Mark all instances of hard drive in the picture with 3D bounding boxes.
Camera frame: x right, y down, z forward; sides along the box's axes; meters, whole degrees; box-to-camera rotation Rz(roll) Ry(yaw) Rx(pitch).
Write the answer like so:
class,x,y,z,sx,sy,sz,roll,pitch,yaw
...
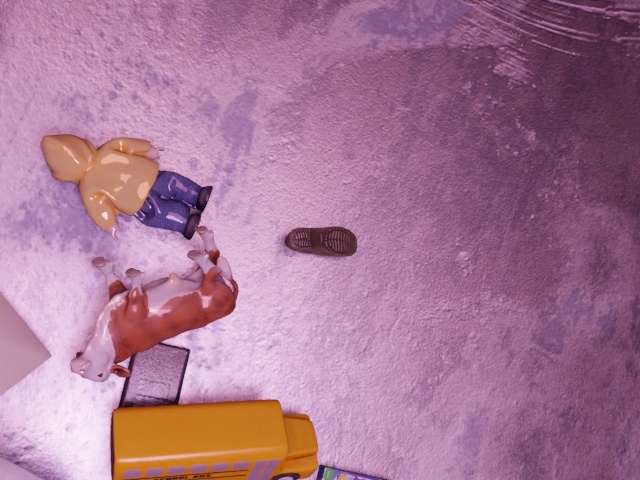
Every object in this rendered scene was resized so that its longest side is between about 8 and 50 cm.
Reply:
class,x,y,z,sx,sy,sz,roll,pitch,yaw
hard drive,-0.279,0.239,1.308,0.094,0.022,0.135,15,79,-14

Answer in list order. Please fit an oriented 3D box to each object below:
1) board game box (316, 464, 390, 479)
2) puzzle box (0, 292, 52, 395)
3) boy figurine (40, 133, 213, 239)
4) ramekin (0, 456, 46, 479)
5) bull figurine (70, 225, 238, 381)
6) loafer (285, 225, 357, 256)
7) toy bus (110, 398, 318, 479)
class,x,y,z,sx,sy,sz,roll,pitch,yaw
board game box,0.042,0.508,1.366,0.136,0.035,0.201,16,79,-15
puzzle box,-0.620,0.180,1.094,0.272,0.052,0.409,53,42,-5
boy figurine,-0.331,-0.090,1.300,0.285,0.092,0.177,21,78,-13
ramekin,-0.465,0.388,1.112,0.273,0.273,0.127,32,63,-11
bull figurine,-0.270,0.104,1.255,0.310,0.101,0.188,-23,130,-34
loafer,0.000,0.000,1.413,0.148,0.050,0.056,9,83,-32
toy bus,-0.165,0.328,1.254,0.333,0.130,0.108,1,51,-18
